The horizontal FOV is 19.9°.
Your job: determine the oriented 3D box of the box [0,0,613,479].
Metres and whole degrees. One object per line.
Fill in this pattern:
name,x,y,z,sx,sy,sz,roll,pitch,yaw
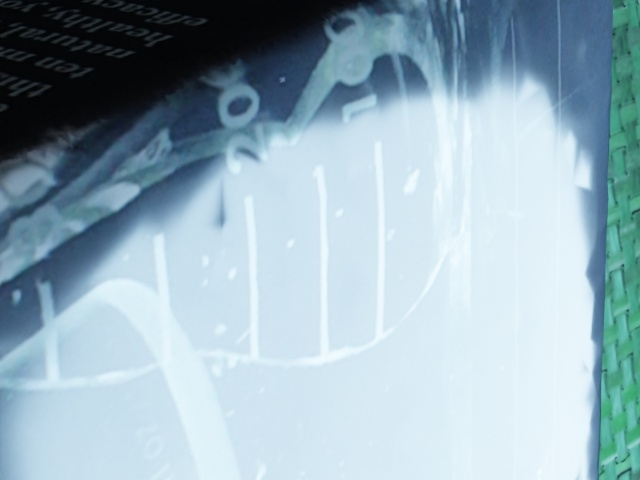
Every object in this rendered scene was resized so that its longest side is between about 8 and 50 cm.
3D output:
box,-0.146,0.152,0.565,0.472,0.297,0.480,-31,127,-45
